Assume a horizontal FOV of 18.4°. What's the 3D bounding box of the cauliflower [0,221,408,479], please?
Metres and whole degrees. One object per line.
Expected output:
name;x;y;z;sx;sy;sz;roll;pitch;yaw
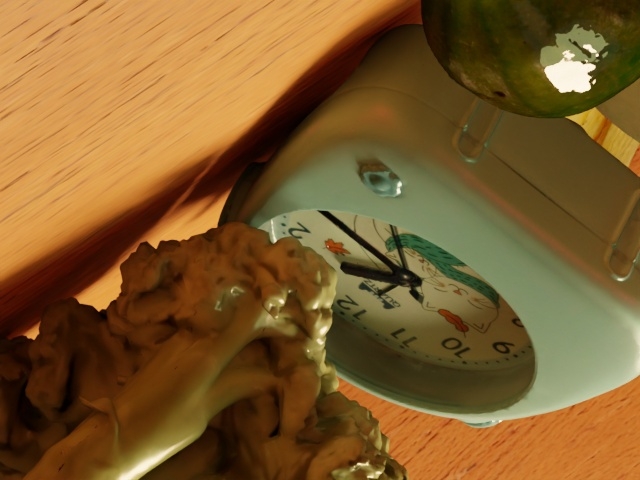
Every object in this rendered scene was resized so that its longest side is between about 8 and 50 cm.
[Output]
cauliflower;-0.110;0.129;1.079;0.281;0.260;0.327;15;108;-47

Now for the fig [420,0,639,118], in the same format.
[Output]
fig;0.089;-0.111;0.849;0.117;0.117;0.177;-37;164;17

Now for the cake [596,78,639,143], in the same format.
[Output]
cake;0.340;-0.175;1.468;0.283;0.172;0.158;-41;175;33

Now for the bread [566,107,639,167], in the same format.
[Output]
bread;0.145;-0.090;1.796;0.346;0.242;0.404;-15;126;-65

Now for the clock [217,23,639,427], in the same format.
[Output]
clock;0.057;0.007;1.115;0.274;0.223;0.094;-29;-153;56
